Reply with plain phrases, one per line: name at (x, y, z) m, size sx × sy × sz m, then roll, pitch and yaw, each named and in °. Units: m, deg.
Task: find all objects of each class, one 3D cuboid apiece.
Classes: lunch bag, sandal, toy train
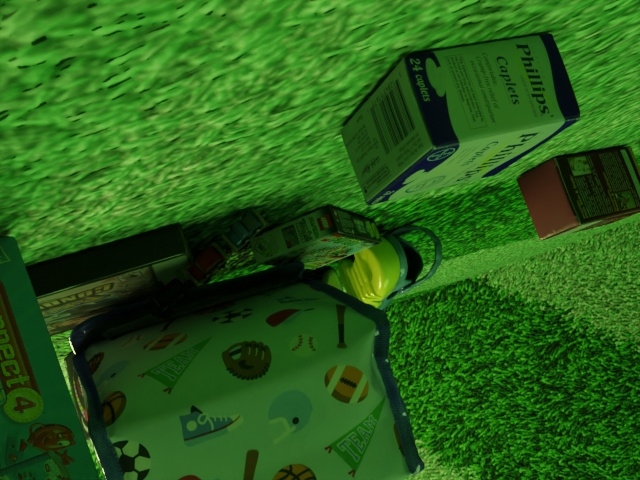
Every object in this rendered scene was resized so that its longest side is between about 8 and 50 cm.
lunch bag at (-0.119, 0.173, 0.900) m, size 0.327 × 0.239 × 0.385 m, roll -16°, pitch -167°, yaw -17°
sandal at (0.117, 0.055, 1.269) m, size 0.138 × 0.126 × 0.317 m, roll -20°, pitch 172°, yaw -14°
toy train at (-0.116, 0.022, 0.772) m, size 0.158 × 0.027 × 0.036 m, roll -42°, pitch 164°, yaw -5°

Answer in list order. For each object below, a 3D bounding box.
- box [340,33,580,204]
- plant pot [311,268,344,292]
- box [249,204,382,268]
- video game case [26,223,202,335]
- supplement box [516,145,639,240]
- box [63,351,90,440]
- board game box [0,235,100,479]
box at (0.105, -0.091, 0.583) m, size 0.137 × 0.072 × 0.126 m, roll -15°, pitch 170°, yaw -23°
plant pot at (-0.080, 0.205, 1.419) m, size 0.253 × 0.276 × 0.276 m, roll -8°, pitch 172°, yaw 10°
box at (0.000, 0.000, 0.986) m, size 0.114 × 0.036 × 0.207 m, roll -22°, pitch 169°, yaw 17°
video game case at (-0.274, 0.063, 0.835) m, size 0.274 × 0.035 × 0.248 m, roll -17°, pitch 170°, yaw -9°
supplement box at (0.400, -0.073, 1.121) m, size 0.188 × 0.104 × 0.080 m, roll -11°, pitch 168°, yaw -34°
box at (-0.339, 0.245, 1.320) m, size 0.143 × 0.165 × 0.270 m, roll -11°, pitch 167°, yaw -35°
board game box at (-0.285, 0.207, 0.614) m, size 0.086 × 0.308 × 0.302 m, roll -8°, pitch 150°, yaw -41°
